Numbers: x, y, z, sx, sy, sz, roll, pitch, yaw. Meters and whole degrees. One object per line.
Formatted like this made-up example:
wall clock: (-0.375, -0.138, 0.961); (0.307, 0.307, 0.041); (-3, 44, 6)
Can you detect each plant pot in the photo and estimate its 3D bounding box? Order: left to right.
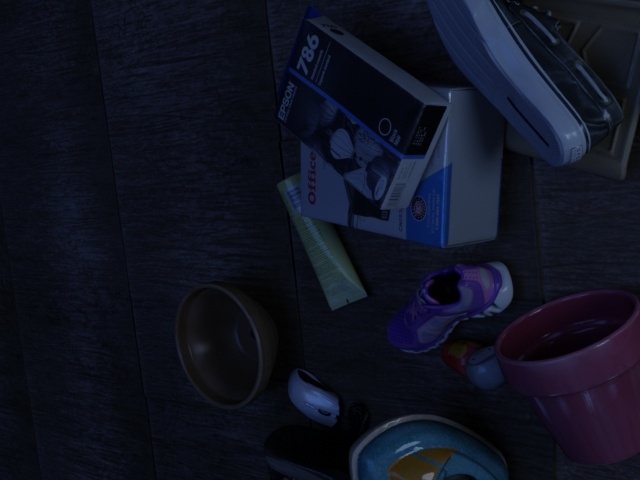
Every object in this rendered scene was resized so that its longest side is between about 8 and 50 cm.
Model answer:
plant pot: (-0.157, 0.185, 1.755); (0.237, 0.110, 0.237); (12, 109, 40)
plant pot: (0.354, 0.188, 1.247); (0.201, 0.201, 0.180); (-12, 107, 43)

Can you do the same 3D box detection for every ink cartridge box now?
ink cartridge box: (0.031, -0.199, 1.338); (0.333, 0.065, 0.165); (43, 125, 37)
ink cartridge box: (0.112, -0.127, 1.403); (0.307, 0.129, 0.223); (14, 109, 47)

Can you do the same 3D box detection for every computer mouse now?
computer mouse: (0.001, 0.301, 1.683); (0.193, 0.042, 0.106); (31, 120, 34)

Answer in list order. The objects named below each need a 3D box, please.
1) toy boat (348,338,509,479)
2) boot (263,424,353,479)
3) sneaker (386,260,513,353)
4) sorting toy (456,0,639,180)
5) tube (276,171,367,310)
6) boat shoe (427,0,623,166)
toy boat: (0.187, 0.298, 1.396); (0.148, 0.268, 0.318); (14, 85, 70)
boot: (0.062, 0.504, 1.612); (0.377, 0.138, 0.284); (18, 120, 23)
sneaker: (0.173, 0.095, 1.425); (0.236, 0.105, 0.095); (-36, 55, 40)
sorting toy: (0.309, -0.226, 1.289); (0.307, 0.041, 0.229); (24, 115, 44)
tube: (0.000, 0.000, 1.612); (0.070, 0.062, 0.240); (114, 131, -85)
boat shoe: (0.261, -0.247, 1.228); (0.335, 0.119, 0.121); (57, 166, 14)
